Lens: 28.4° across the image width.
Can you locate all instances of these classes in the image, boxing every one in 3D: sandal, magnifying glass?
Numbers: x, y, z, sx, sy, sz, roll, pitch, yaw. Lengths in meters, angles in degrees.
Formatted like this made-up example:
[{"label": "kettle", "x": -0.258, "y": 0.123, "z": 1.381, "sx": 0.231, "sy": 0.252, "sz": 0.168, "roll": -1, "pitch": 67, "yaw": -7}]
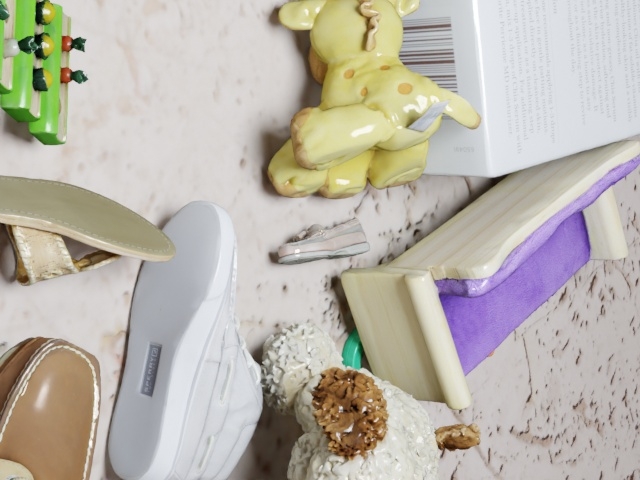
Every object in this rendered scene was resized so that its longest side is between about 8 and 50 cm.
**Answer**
[{"label": "sandal", "x": -0.239, "y": -0.004, "z": 1.022, "sx": 0.240, "sy": 0.088, "sz": 0.079, "roll": 20, "pitch": 112, "yaw": -36}, {"label": "magnifying glass", "x": 0.111, "y": 0.124, "z": 1.389, "sx": 0.231, "sy": 0.026, "sz": 0.092, "roll": -2, "pitch": 96, "yaw": -42}]

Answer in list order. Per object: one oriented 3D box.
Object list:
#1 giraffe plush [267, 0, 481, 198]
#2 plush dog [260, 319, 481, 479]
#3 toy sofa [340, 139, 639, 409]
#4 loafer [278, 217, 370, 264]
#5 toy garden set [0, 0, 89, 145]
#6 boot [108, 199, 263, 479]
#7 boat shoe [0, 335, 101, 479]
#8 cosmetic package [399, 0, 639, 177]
[{"label": "giraffe plush", "x": 0.034, "y": -0.155, "z": 1.204, "sx": 0.181, "sy": 0.210, "sz": 0.170, "roll": -2, "pitch": 67, "yaw": -40}, {"label": "plush dog", "x": 0.041, "y": 0.216, "z": 1.154, "sx": 0.225, "sy": 0.210, "sz": 0.262, "roll": -53, "pitch": 142, "yaw": -78}, {"label": "toy sofa", "x": 0.207, "y": 0.026, "z": 1.344, "sx": 0.362, "sy": 0.177, "sz": 0.150, "roll": -35, "pitch": 114, "yaw": -41}, {"label": "loafer", "x": 0.000, "y": 0.000, "z": 1.260, "sx": 0.125, "sy": 0.045, "sz": 0.039, "roll": -5, "pitch": 82, "yaw": -50}, {"label": "toy garden set", "x": -0.211, "y": -0.200, "z": 0.928, "sx": 0.244, "sy": 0.049, "sz": 0.204, "roll": 66, "pitch": 23, "yaw": -78}, {"label": "boot", "x": -0.104, "y": 0.097, "z": 1.145, "sx": 0.123, "sy": 0.095, "sz": 0.258, "roll": 14, "pitch": 93, "yaw": -50}, {"label": "boat shoe", "x": -0.220, "y": 0.229, "z": 0.916, "sx": 0.122, "sy": 0.120, "sz": 0.324, "roll": 30, "pitch": 64, "yaw": -36}, {"label": "cosmetic package", "x": 0.258, "y": -0.221, "z": 1.393, "sx": 0.453, "sy": 0.161, "sz": 0.230, "roll": -16, "pitch": 105, "yaw": -41}]
